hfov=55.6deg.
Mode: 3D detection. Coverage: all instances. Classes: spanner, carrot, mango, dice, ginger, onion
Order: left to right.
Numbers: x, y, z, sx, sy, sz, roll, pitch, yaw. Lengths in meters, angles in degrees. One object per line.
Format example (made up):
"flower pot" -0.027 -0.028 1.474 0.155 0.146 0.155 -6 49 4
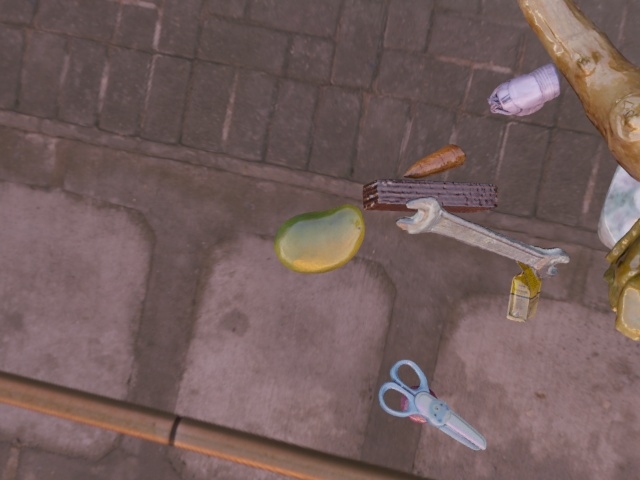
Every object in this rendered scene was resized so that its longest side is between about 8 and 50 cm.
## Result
"mango" -0.001 0.004 1.158 0.191 0.085 0.122 -10 102 26
"onion" 0.289 0.479 1.761 0.115 0.115 0.104 8 122 6
"carrot" 0.317 -0.215 1.724 0.205 0.072 0.072 -23 90 -26
"spanner" 0.239 -0.002 0.863 0.301 0.017 0.071 17 132 -24
"ginger" 0.280 -0.115 0.531 0.334 0.148 0.081 53 128 16
"dice" 0.945 -0.104 1.585 0.330 0.348 0.328 22 113 28

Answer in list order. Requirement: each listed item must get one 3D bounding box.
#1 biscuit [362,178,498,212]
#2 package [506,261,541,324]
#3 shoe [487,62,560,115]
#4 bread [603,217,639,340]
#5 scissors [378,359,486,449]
"biscuit" 0.307 -0.120 1.675 0.388 0.107 0.073 1 83 -20
"package" 0.413 0.096 1.223 0.047 0.071 0.131 14 103 37
"shoe" 0.440 -0.327 1.390 0.137 0.245 0.095 -20 94 -2
"bread" 0.514 0.021 0.808 0.196 0.252 0.238 24 50 7
"scissors" 0.246 0.367 1.297 0.256 0.030 0.125 36 59 2
